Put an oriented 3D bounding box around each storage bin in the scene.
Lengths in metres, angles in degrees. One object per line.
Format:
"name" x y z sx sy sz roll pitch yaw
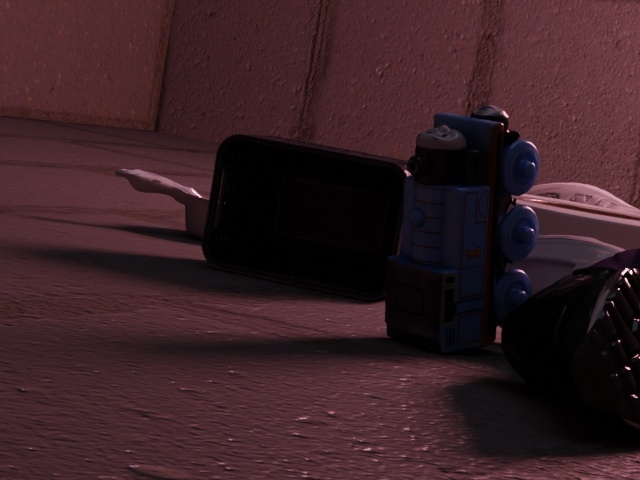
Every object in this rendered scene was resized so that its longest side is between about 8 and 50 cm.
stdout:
"storage bin" -0.002 -0.022 1.620 0.180 0.122 0.084 11 5 17

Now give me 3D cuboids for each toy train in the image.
"toy train" 0.104 -0.007 1.344 0.105 0.184 0.080 -9 17 -42

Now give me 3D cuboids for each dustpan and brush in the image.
"dustpan and brush" -0.113 -0.032 1.868 0.211 0.060 0.147 8 5 -24

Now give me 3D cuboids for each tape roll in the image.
"tape roll" 0.268 0.016 1.871 0.286 0.100 0.286 10 4 -1

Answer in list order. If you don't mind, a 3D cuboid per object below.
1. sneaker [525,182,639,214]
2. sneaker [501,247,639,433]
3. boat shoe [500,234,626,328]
"sneaker" 0.361 -0.014 2.364 0.281 0.105 0.115 13 5 25
"sneaker" 0.173 0.075 1.183 0.124 0.107 0.283 -19 2 21
"boat shoe" 0.219 0.057 1.364 0.267 0.096 0.088 23 7 34
